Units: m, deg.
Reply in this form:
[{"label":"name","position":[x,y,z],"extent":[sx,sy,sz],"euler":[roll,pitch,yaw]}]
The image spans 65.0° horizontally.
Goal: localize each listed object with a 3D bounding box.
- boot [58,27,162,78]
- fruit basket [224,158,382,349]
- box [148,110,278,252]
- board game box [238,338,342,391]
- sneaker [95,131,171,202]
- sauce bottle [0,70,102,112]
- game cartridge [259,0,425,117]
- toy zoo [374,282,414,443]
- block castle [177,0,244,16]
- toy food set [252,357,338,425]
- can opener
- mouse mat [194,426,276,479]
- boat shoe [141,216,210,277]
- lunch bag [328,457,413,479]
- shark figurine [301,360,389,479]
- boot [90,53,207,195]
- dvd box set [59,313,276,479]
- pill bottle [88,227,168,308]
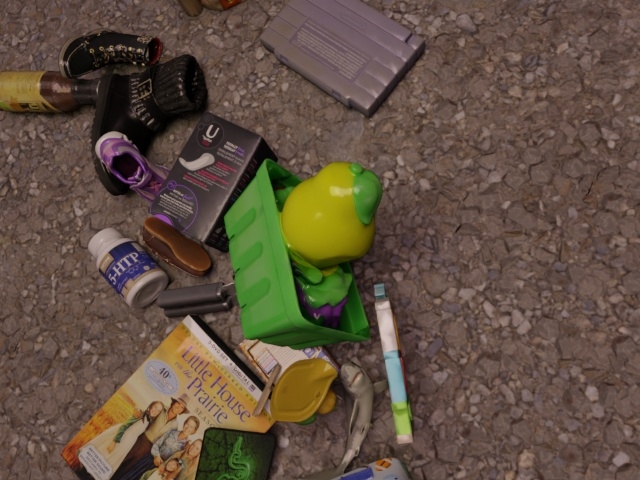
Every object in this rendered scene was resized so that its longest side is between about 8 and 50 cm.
[{"label":"boot","position":[-0.538,-0.481,1.296],"extent":[0.178,0.085,0.237],"euler":[10,42,10]},{"label":"fruit basket","position":[0.000,0.000,0.976],"extent":[0.391,0.282,0.393],"euler":[-14,64,32]},{"label":"box","position":[-0.244,-0.132,1.172],"extent":[0.165,0.143,0.271],"euler":[27,85,14]},{"label":"board game box","position":[-0.064,0.259,1.103],"extent":[0.146,0.045,0.193],"euler":[-41,73,1]},{"label":"sneaker","position":[-0.412,-0.148,1.170],"extent":[0.095,0.236,0.104],"euler":[-48,37,1]},{"label":"sauce bottle","position":[-0.726,-0.398,1.346],"extent":[0.344,0.111,0.112],"euler":[4,79,14]},{"label":"game cartridge","position":[0.046,-0.479,1.234],"extent":[0.355,0.068,0.230],"euler":[39,92,16]},{"label":"toy zoo","position":[0.144,0.229,0.991],"extent":[0.030,0.192,0.294],"euler":[-10,76,9]},{"label":"block castle","position":[-0.232,-0.813,1.281],"extent":[0.452,0.213,0.303],"euler":[-21,75,6]},{"label":"toy food set","position":[-0.032,0.308,0.997],"extent":[0.071,0.217,0.128],"euler":[37,57,-24]},{"label":"can opener","position":[-0.234,0.113,1.169],"extent":[0.283,0.076,0.095],"euler":[-8,44,10]},{"label":"mouse mat","position":[-0.182,0.484,1.047],"extent":[0.152,0.007,0.190],"euler":[11,97,-12]},{"label":"boat shoe","position":[-0.347,0.026,1.205],"extent":[0.207,0.073,0.073],"euler":[37,125,20]},{"label":"lunch bag","position":[0.057,0.551,0.933],"extent":[0.303,0.115,0.243],"euler":[-22,105,-2]},{"label":"shark figurine","position":[0.051,0.366,1.048],"extent":[0.116,0.166,0.279],"euler":[17,100,40]},{"label":"boot","position":[-0.420,-0.292,1.250],"extent":[0.259,0.131,0.348],"euler":[-6,76,10]},{"label":"dvd box set","position":[-0.322,0.419,1.103],"extent":[0.307,0.062,0.420],"euler":[44,89,11]},{"label":"pill bottle","position":[-0.461,0.060,1.194],"extent":[0.186,0.112,0.112],"euler":[42,89,17]}]
